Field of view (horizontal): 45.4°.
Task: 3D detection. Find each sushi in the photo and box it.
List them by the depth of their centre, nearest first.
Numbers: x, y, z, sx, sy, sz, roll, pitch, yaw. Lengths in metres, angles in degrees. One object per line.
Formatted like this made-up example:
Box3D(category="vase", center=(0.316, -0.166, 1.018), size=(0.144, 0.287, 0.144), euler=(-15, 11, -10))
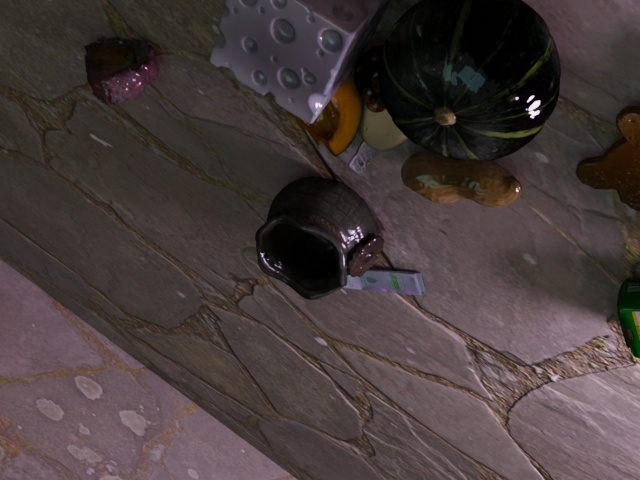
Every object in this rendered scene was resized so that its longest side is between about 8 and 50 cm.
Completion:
Box3D(category="sushi", center=(-0.510, -0.409, 1.865), size=(0.241, 0.161, 0.107), euler=(12, 138, 25))

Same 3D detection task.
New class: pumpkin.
Box3D(category="pumpkin", center=(0.260, -0.292, 1.362), size=(0.323, 0.241, 0.323), euler=(15, 139, 14))
Box3D(category="pumpkin", center=(-0.005, -0.320, 1.667), size=(0.254, 0.149, 0.130), euler=(49, 179, -10))

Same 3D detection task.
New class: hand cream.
Box3D(category="hand cream", center=(0.146, 0.108, 2.042), size=(0.275, 0.050, 0.079), euler=(4, 160, 27))

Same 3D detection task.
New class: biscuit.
Box3D(category="biscuit", center=(0.617, -0.173, 1.388), size=(0.197, 0.049, 0.301), euler=(29, 142, 0))

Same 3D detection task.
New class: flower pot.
Box3D(category="flower pot", center=(0.000, 0.000, 1.888), size=(0.302, 0.213, 0.302), euler=(20, 139, 18))

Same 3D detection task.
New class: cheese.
Box3D(category="cheese", center=(0.121, -0.229, 1.686), size=(0.127, 0.050, 0.255), euler=(35, 142, -2))

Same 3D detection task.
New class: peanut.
Box3D(category="peanut", center=(0.298, -0.129, 1.628), size=(0.263, 0.101, 0.117), euler=(7, 160, 27))

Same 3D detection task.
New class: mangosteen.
Box3D(category="mangosteen", center=(0.125, -0.315, 1.523), size=(0.140, 0.140, 0.140), euler=(20, 140, 18))

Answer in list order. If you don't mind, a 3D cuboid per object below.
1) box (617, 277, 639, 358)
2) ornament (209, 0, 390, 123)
Box3D(category="box", center=(0.764, 0.168, 1.602), size=(0.250, 0.103, 0.180), euler=(-3, 130, 36))
Box3D(category="ornament", center=(-0.031, -0.419, 1.441), size=(0.240, 0.239, 0.240), euler=(33, 142, 2))
